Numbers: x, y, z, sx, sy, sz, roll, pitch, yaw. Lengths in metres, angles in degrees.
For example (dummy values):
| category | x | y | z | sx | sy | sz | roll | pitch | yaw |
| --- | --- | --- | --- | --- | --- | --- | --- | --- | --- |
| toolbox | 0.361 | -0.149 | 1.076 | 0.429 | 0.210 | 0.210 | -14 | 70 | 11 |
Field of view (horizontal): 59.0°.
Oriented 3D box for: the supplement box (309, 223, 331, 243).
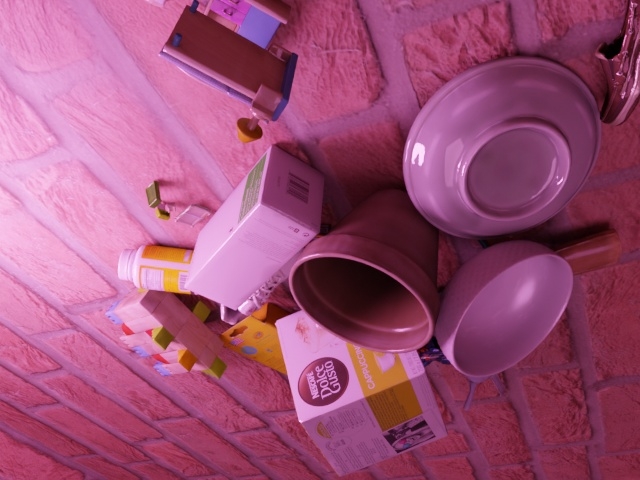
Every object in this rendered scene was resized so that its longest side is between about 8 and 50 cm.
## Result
| category | x | y | z | sx | sy | sz | roll | pitch | yaw |
| --- | --- | --- | --- | --- | --- | --- | --- | --- | --- |
| supplement box | 0.000 | 0.000 | 1.431 | 0.055 | 0.043 | 0.083 | 3 | 138 | 1 |

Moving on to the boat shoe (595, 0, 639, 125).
| category | x | y | z | sx | sy | sz | roll | pitch | yaw |
| --- | --- | --- | --- | --- | --- | --- | --- | --- | --- |
| boat shoe | 0.534 | -0.325 | 1.000 | 0.095 | 0.095 | 0.257 | 13 | 133 | 11 |

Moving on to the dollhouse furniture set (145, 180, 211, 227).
| category | x | y | z | sx | sy | sz | roll | pitch | yaw |
| --- | --- | --- | --- | --- | --- | --- | --- | --- | --- |
| dollhouse furniture set | -0.351 | -0.088 | 1.377 | 0.076 | 0.058 | 0.152 | -37 | 144 | 28 |

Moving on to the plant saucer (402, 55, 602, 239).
| category | x | y | z | sx | sy | sz | roll | pitch | yaw |
| --- | --- | --- | --- | --- | --- | --- | --- | --- | --- |
| plant saucer | 0.368 | -0.151 | 1.111 | 0.401 | 0.100 | 0.400 | -2 | 123 | -3 |

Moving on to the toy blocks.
| category | x | y | z | sx | sy | sz | roll | pitch | yaw |
| --- | --- | --- | --- | --- | --- | --- | --- | --- | --- |
| toy blocks | -0.481 | 0.269 | 1.684 | 0.261 | 0.190 | 0.381 | -18 | 121 | 39 |

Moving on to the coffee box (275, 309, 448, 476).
| category | x | y | z | sx | sy | sz | roll | pitch | yaw |
| --- | --- | --- | --- | --- | --- | --- | --- | --- | --- |
| coffee box | 0.109 | 0.377 | 1.560 | 0.335 | 0.337 | 0.338 | -23 | 132 | 3 |

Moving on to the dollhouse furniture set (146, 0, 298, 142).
| category | x | y | z | sx | sy | sz | roll | pitch | yaw |
| --- | --- | --- | --- | --- | --- | --- | --- | --- | --- |
| dollhouse furniture set | -0.208 | -0.293 | 0.925 | 0.287 | 0.303 | 0.198 | 23 | 134 | -20 |

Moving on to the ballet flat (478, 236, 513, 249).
| category | x | y | z | sx | sy | sz | roll | pitch | yaw |
| --- | --- | --- | --- | --- | --- | --- | --- | --- | --- |
| ballet flat | 0.369 | -0.070 | 1.294 | 0.124 | 0.116 | 0.342 | -41 | 120 | 16 |

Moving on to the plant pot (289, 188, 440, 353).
| category | x | y | z | sx | sy | sz | roll | pitch | yaw |
| --- | --- | --- | --- | --- | --- | --- | --- | --- | --- |
| plant pot | 0.135 | 0.045 | 1.259 | 0.324 | 0.280 | 0.323 | 19 | 142 | 16 |

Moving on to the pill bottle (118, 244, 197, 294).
| category | x | y | z | sx | sy | sz | roll | pitch | yaw |
| --- | --- | --- | --- | --- | --- | --- | --- | --- | --- |
| pill bottle | -0.414 | 0.075 | 1.494 | 0.215 | 0.117 | 0.117 | 7 | 138 | -3 |

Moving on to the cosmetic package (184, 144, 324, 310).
| category | x | y | z | sx | sy | sz | roll | pitch | yaw |
| --- | --- | --- | --- | --- | --- | --- | --- | --- | --- |
| cosmetic package | -0.155 | -0.018 | 1.313 | 0.155 | 0.196 | 0.365 | 28 | 132 | -24 |

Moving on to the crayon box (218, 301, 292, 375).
| category | x | y | z | sx | sy | sz | roll | pitch | yaw |
| --- | --- | --- | --- | --- | --- | --- | --- | --- | --- |
| crayon box | -0.141 | 0.305 | 1.759 | 0.319 | 0.081 | 0.202 | 32 | 131 | -29 |

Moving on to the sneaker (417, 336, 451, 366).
| category | x | y | z | sx | sy | sz | roll | pitch | yaw |
| --- | --- | --- | --- | --- | --- | --- | --- | --- | --- |
| sneaker | 0.337 | 0.341 | 1.775 | 0.222 | 0.083 | 0.087 | -11 | 124 | 8 |

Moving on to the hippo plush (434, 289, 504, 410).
| category | x | y | z | sx | sy | sz | roll | pitch | yaw |
| --- | --- | --- | --- | --- | --- | --- | --- | --- | --- |
| hippo plush | 0.423 | 0.248 | 1.551 | 0.235 | 0.236 | 0.294 | -22 | 121 | -5 |

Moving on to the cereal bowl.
| category | x | y | z | sx | sy | sz | roll | pitch | yaw |
| --- | --- | --- | --- | --- | --- | --- | --- | --- | --- |
| cereal bowl | 0.391 | 0.137 | 1.275 | 0.339 | 0.141 | 0.338 | -15 | 126 | -22 |

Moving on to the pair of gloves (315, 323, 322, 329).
| category | x | y | z | sx | sy | sz | roll | pitch | yaw |
| --- | --- | --- | --- | --- | --- | --- | --- | --- | --- |
| pair of gloves | 0.073 | 0.115 | 1.477 | 0.240 | 0.204 | 0.042 | -16 | 178 | 16 |

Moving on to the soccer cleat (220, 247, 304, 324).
| category | x | y | z | sx | sy | sz | roll | pitch | yaw |
| --- | --- | --- | --- | --- | --- | --- | --- | --- | --- |
| soccer cleat | -0.155 | 0.118 | 1.502 | 0.116 | 0.143 | 0.331 | 29 | 132 | -26 |

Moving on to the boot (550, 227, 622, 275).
| category | x | y | z | sx | sy | sz | roll | pitch | yaw |
| --- | --- | --- | --- | --- | --- | --- | --- | --- | --- |
| boot | 0.607 | 0.081 | 1.439 | 0.270 | 0.089 | 0.236 | -18 | 152 | 11 |
